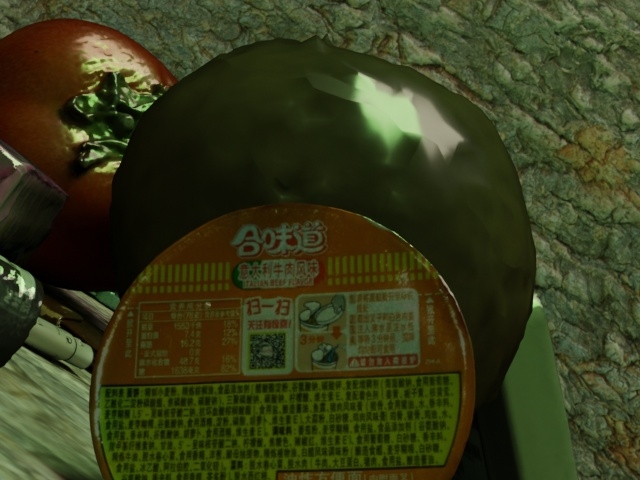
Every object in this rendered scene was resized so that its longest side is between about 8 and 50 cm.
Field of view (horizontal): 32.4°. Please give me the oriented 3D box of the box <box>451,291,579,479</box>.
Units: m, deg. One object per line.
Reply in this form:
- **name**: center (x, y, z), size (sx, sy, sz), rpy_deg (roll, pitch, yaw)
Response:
- **box**: center (0.196, 0.229, 1.314), size (0.367, 0.090, 0.373), rpy_deg (175, -97, -79)

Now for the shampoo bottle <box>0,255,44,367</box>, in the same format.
- **shampoo bottle**: center (-0.214, -0.012, 0.465), size (0.057, 0.063, 0.208), rpy_deg (9, -22, 49)

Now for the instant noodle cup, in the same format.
- **instant noodle cup**: center (-0.004, 0.094, 0.533), size (0.168, 0.168, 0.185), rpy_deg (32, -14, 20)

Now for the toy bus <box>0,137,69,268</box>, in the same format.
- **toy bus**: center (-0.279, -0.028, 0.890), size (0.090, 0.112, 0.274), rpy_deg (41, -6, -3)

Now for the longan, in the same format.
- **longan**: center (-0.003, -0.004, 1.053), size (0.404, 0.404, 0.436), rpy_deg (38, 14, -33)

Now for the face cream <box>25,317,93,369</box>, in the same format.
- **face cream**: center (-0.201, 0.055, 0.736), size (0.115, 0.020, 0.038), rpy_deg (37, -6, -39)

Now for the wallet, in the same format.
- **wallet**: center (-0.195, 0.076, 0.901), size (0.176, 0.026, 0.095), rpy_deg (27, -6, 45)

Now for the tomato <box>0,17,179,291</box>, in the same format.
- **tomato**: center (-0.288, -0.089, 1.277), size (0.321, 0.321, 0.321), rpy_deg (34, -6, 4)

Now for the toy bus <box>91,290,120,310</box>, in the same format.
- **toy bus**: center (-0.363, -0.011, 1.634), size (0.165, 0.133, 0.276), rpy_deg (29, -9, 45)
